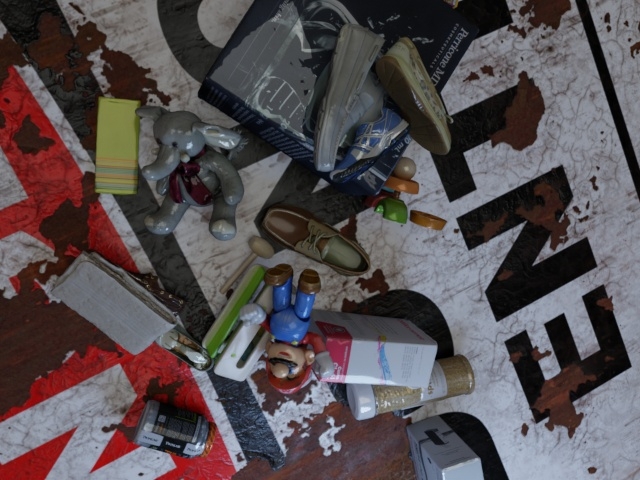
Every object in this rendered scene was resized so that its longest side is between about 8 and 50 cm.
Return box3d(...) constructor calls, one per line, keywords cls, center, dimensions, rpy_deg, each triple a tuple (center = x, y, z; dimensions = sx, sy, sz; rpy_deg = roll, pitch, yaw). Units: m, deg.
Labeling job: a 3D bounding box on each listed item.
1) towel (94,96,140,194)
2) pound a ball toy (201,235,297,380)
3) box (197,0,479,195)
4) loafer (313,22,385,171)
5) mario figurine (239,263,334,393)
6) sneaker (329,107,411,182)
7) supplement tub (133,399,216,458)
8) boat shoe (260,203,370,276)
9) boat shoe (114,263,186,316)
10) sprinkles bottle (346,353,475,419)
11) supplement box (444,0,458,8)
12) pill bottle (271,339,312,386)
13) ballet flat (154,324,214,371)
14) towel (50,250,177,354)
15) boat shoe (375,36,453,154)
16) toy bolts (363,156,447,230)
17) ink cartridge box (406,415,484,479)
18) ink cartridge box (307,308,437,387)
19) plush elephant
box3d(cls="towel", center=(-0.505, -0.234, 1.442), dimensions=(0.102, 0.021, 0.237), rpy_deg=(2, 94, -20))
box3d(cls="pound a ball toy", center=(-0.175, 0.176, 1.510), dimensions=(0.136, 0.208, 0.319), rpy_deg=(27, 101, -36))
box3d(cls="box", center=(0.030, -0.434, 1.419), dimensions=(0.472, 0.297, 0.479), rpy_deg=(32, 87, -17))
box3d(cls="loafer", center=(0.059, -0.298, 1.231), dimensions=(0.112, 0.112, 0.319), rpy_deg=(14, 93, -7))
box3d(cls="mario figurine", center=(-0.075, 0.229, 1.347), dimensions=(0.170, 0.198, 0.320), rpy_deg=(-14, 119, -36))
box3d(cls="sneaker", center=(0.098, -0.207, 1.280), dimensions=(0.211, 0.080, 0.081), rpy_deg=(-40, 85, -6))
box3d(cls="supplement tub", center=(-0.375, 0.494, 1.500), dimensions=(0.190, 0.117, 0.117), rpy_deg=(22, 90, -15))
box3d(cls="boat shoe", center=(0.000, 0.000, 1.542), dimensions=(0.324, 0.120, 0.122), rpy_deg=(25, 89, -16))
box3d(cls="boat shoe", center=(-0.437, 0.120, 1.471), dimensions=(0.207, 0.073, 0.073), rpy_deg=(42, 83, -22))
box3d(cls="sprinkles bottle", center=(0.256, 0.415, 1.652), dimensions=(0.356, 0.121, 0.121), rpy_deg=(-9, 98, -14))
box3d(cls="supplement box", center=(0.338, -0.677, 1.596), dimensions=(0.083, 0.043, 0.054), rpy_deg=(14, 93, -16))
box3d(cls="pill bottle", center=(-0.091, 0.320, 1.570), dimensions=(0.087, 0.087, 0.160), rpy_deg=(-26, 101, -10))
box3d(cls="ballet flat", center=(-0.365, 0.269, 1.504), dimensions=(0.213, 0.068, 0.072), rpy_deg=(36, 86, -15))
box3d(cls="towel", center=(-0.509, 0.156, 1.422), dimensions=(0.282, 0.049, 0.187), rpy_deg=(44, 123, -16))
box3d(cls="boat shoe", center=(0.224, -0.305, 1.263), dimensions=(0.089, 0.105, 0.285), rpy_deg=(-54, 132, -18))
box3d(cls="toy bolts", center=(0.231, -0.139, 1.533), dimensions=(0.218, 0.228, 0.158), rpy_deg=(12, 103, -21))
box3d(cls="ink cartridge box", center=(0.352, 0.647, 1.624), dimensions=(0.114, 0.273, 0.196), rpy_deg=(-13, 99, -9))
box3d(cls="ink cartridge box", center=(0.122, 0.286, 1.548), dimensions=(0.306, 0.226, 0.131), rpy_deg=(9, 99, -15))
box3d(cls="plush elephant", center=(-0.313, -0.186, 1.360), dimensions=(0.255, 0.272, 0.330), rpy_deg=(45, 63, -54))
